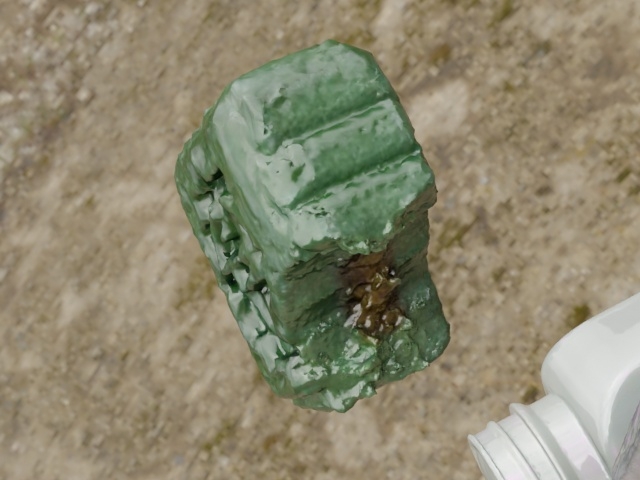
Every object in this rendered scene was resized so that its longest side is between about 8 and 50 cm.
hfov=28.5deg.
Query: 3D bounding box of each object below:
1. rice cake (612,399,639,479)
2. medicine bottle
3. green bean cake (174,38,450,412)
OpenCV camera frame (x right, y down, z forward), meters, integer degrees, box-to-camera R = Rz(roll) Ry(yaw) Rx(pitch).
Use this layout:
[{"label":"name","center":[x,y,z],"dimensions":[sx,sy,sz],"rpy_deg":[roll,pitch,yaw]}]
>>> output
[{"label":"rice cake","center":[0.229,0.060,0.645],"dimensions":[0.298,0.106,0.050],"rpy_deg":[91,-164,-51]},{"label":"medicine bottle","center":[0.268,0.108,0.876],"dimensions":[0.324,0.179,0.124],"rpy_deg":[-30,35,-4]},{"label":"green bean cake","center":[0.000,0.000,1.157],"dimensions":[0.169,0.300,0.308],"rpy_deg":[-27,-3,-19]}]
